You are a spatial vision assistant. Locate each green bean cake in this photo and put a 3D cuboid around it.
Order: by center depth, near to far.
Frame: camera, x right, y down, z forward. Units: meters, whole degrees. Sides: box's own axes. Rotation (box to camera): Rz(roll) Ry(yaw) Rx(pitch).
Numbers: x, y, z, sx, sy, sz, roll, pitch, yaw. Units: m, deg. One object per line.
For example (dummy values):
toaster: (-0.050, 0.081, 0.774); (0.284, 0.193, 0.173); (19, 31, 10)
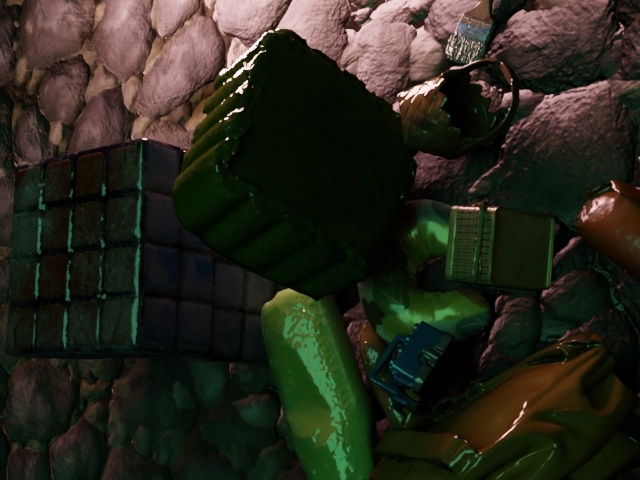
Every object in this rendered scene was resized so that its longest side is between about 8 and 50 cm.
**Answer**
green bean cake: (-0.041, -0.108, 1.467); (0.218, 0.319, 0.335); (-30, 30, 48)

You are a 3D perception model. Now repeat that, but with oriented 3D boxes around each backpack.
backpack: (0.238, 0.274, 1.258); (0.201, 0.353, 0.378); (63, 153, 2)

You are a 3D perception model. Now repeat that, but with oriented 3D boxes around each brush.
brush: (0.258, -0.368, 1.530); (0.070, 0.021, 0.196); (27, 99, 35)

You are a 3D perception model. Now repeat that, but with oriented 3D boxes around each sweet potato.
sweet potato: (0.109, 0.234, 1.524); (0.065, 0.051, 0.218); (113, 135, -66)

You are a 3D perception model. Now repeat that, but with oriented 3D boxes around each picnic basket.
picnic basket: (0.254, 0.011, 1.383); (0.079, 0.164, 0.115); (3, 85, 46)
picnic basket: (0.219, -0.196, 1.456); (0.178, 0.137, 0.128); (-27, 66, 38)

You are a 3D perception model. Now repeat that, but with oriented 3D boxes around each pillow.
pillow: (0.155, 0.051, 1.510); (0.214, 0.086, 0.233); (-8, 75, 26)

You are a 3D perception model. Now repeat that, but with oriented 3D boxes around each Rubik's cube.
Rubik's cube: (-0.302, 0.039, 1.695); (0.343, 0.337, 0.345); (-4, 79, 37)

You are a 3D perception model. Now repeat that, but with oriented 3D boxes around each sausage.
sausage: (0.470, 0.038, 1.254); (0.330, 0.102, 0.102); (42, 108, 33)

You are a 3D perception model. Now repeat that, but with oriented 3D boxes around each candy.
candy: (0.007, 0.235, 1.559); (0.142, 0.132, 0.344); (-21, 71, 14)

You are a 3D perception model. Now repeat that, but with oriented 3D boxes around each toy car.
toy car: (0.132, 0.184, 1.418); (0.100, 0.191, 0.097); (30, 67, 18)
